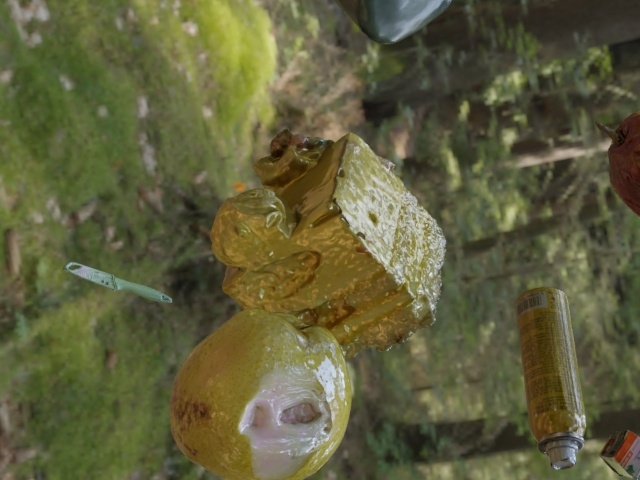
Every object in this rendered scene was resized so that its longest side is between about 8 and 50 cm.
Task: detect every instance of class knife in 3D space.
[{"bbox_3d":[-0.362,0.080,2.058,0.207,0.014,0.030,21,61,-19],"label":"knife"}]

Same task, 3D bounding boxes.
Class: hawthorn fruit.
[{"bbox_3d":[0.542,-0.118,1.809,0.189,0.251,0.189,23,90,-84],"label":"hawthorn fruit"}]

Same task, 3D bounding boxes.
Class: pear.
[{"bbox_3d":[-0.053,0.146,1.084,0.178,0.178,0.178,-11,90,-74],"label":"pear"}]

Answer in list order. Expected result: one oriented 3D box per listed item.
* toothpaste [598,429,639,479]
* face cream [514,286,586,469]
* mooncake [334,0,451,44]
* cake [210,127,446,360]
[{"bbox_3d":[0.377,0.265,1.424,0.047,0.040,0.196,-56,167,-3],"label":"toothpaste"},{"bbox_3d":[0.430,0.258,2.130,0.105,0.105,0.348,60,24,-50],"label":"face cream"},{"bbox_3d":[0.085,-0.308,1.260,0.168,0.175,0.104,-5,49,-39],"label":"mooncake"},{"bbox_3d":[0.000,0.000,1.547,0.286,0.222,0.227,49,27,-21],"label":"cake"}]
